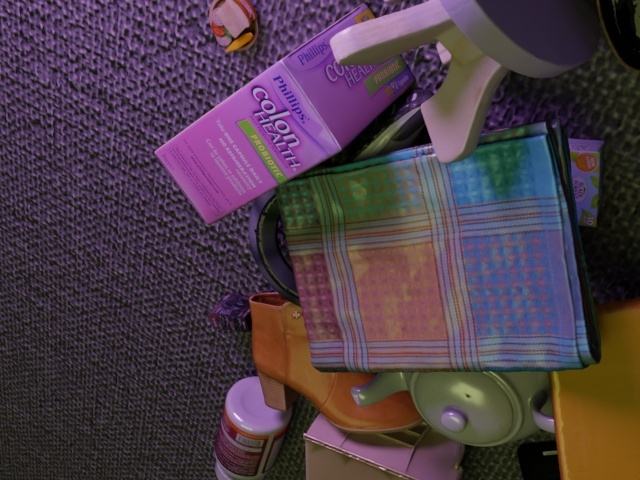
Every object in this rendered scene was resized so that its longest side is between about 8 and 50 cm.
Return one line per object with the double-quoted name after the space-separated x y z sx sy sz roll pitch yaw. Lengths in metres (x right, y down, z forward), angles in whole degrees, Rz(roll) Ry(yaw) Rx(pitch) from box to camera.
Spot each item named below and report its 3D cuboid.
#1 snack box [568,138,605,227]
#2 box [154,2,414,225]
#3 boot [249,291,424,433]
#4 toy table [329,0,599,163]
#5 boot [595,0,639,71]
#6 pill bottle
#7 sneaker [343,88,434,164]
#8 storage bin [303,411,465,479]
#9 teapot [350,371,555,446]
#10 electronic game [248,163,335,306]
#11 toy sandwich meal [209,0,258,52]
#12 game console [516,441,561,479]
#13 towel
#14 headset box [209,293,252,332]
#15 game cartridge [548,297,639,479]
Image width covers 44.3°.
0.266 -0.074 0.952 0.141 0.037 0.100 8 125 27 "snack box"
-0.042 -0.153 0.971 0.243 0.213 0.117 -26 104 40 "box"
0.023 0.183 1.244 0.295 0.104 0.211 5 114 20 "boot"
0.143 -0.221 0.779 0.161 0.274 0.252 -23 71 42 "toy table"
0.285 -0.304 0.731 0.112 0.115 0.305 -8 115 38 "boot"
-0.130 0.361 1.443 0.121 0.121 0.221 28 131 13 "pill bottle"
0.075 -0.079 1.020 0.108 0.100 0.271 31 120 -7 "sneaker"
0.108 0.418 1.335 0.260 0.123 0.262 16 127 22 "storage bin"
0.216 0.187 1.063 0.252 0.187 0.256 38 132 3 "teapot"
0.000 0.000 1.146 0.229 0.048 0.229 8 112 20 "electronic game"
-0.118 -0.290 1.050 0.085 0.029 0.085 16 128 22 "toy sandwich meal"
0.377 0.354 1.196 0.122 0.071 0.107 -20 79 39 "game console"
0.120 0.027 0.917 0.370 0.040 0.271 -8 97 33 "towel"
-0.142 0.121 1.326 0.083 0.062 0.032 4 123 31 "headset box"
0.431 0.197 0.894 0.324 0.052 0.285 -7 99 10 "game cartridge"
